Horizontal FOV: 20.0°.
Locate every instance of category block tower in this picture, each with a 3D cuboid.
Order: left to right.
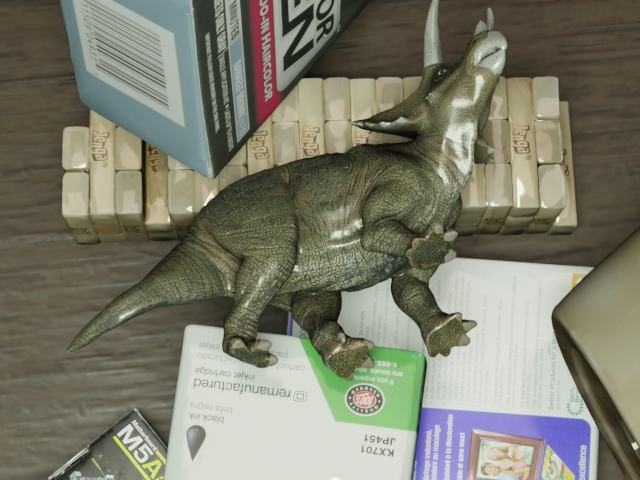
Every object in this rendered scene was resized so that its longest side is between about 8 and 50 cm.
[{"bbox_3d":[0.002,-0.052,1.196,0.335,0.097,0.091,-1,79,-2],"label":"block tower"}]

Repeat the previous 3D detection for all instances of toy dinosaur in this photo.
[{"bbox_3d":[0.000,0.000,1.091,0.313,0.121,0.160,-29,42,6],"label":"toy dinosaur"}]

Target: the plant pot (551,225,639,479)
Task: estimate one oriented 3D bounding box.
[{"bbox_3d":[0.303,0.060,1.066,0.280,0.323,0.323,-29,79,-1],"label":"plant pot"}]

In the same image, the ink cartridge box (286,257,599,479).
[{"bbox_3d":[0.078,0.111,1.185,0.208,0.045,0.206,5,78,1],"label":"ink cartridge box"}]

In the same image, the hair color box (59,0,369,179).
[{"bbox_3d":[-0.004,-0.239,1.135,0.113,0.185,0.374,30,64,18],"label":"hair color box"}]

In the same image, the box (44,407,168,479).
[{"bbox_3d":[-0.130,0.237,1.160,0.184,0.045,0.191,-39,80,-10],"label":"box"}]

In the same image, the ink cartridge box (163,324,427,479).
[{"bbox_3d":[-0.021,0.167,1.108,0.153,0.087,0.208,6,77,3],"label":"ink cartridge box"}]
